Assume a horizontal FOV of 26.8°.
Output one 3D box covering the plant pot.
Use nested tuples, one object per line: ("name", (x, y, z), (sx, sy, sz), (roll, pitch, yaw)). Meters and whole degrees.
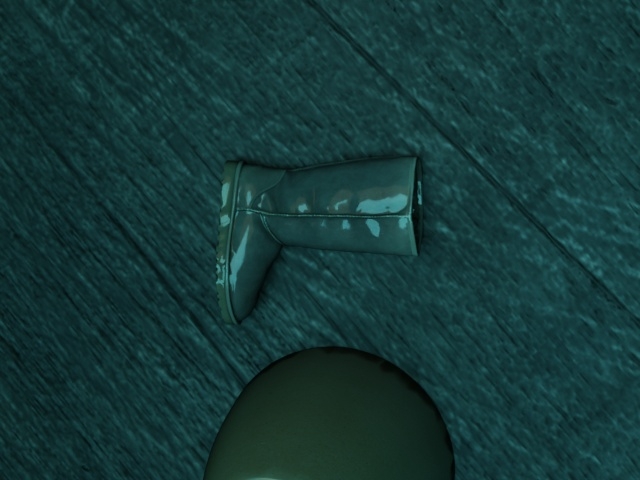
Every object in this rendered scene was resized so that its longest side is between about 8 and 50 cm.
("plant pot", (-0.013, 0.254, 1.304), (0.256, 0.274, 0.256), (1, 97, 12))

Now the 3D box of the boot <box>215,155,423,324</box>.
("boot", (0.000, 0.001, 1.385), (0.208, 0.076, 0.190), (4, 99, 6))
